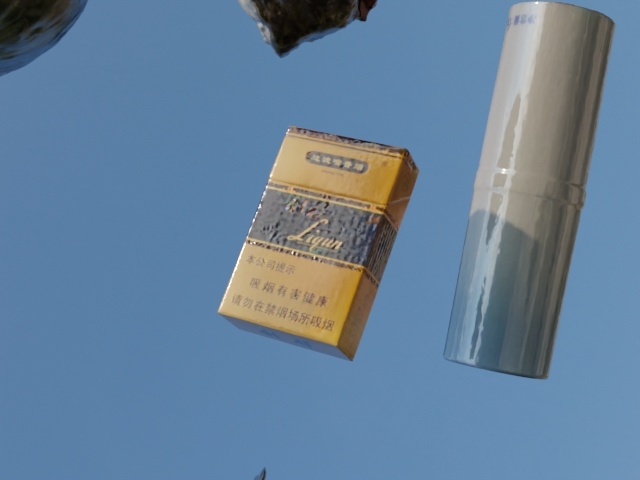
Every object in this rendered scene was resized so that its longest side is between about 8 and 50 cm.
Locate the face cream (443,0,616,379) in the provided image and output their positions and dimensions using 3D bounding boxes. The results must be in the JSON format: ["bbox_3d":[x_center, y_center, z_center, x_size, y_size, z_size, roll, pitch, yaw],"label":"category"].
[{"bbox_3d":[0.144,-0.033,0.825,0.077,0.077,0.250,13,-92,-43],"label":"face cream"}]

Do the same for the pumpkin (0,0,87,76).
[{"bbox_3d":[-0.239,-0.171,0.700,0.212,0.212,0.152,7,-99,-42],"label":"pumpkin"}]

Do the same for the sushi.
[{"bbox_3d":[-0.029,-0.351,1.419,0.182,0.343,0.196,-32,-66,6],"label":"sushi"}]

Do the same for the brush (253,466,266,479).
[{"bbox_3d":[-0.068,0.268,1.343,0.008,0.083,0.024,15,-106,-6],"label":"brush"}]

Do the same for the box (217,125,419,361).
[{"bbox_3d":[0.000,0.000,1.340,0.070,0.152,0.237,44,-117,-62],"label":"box"}]
